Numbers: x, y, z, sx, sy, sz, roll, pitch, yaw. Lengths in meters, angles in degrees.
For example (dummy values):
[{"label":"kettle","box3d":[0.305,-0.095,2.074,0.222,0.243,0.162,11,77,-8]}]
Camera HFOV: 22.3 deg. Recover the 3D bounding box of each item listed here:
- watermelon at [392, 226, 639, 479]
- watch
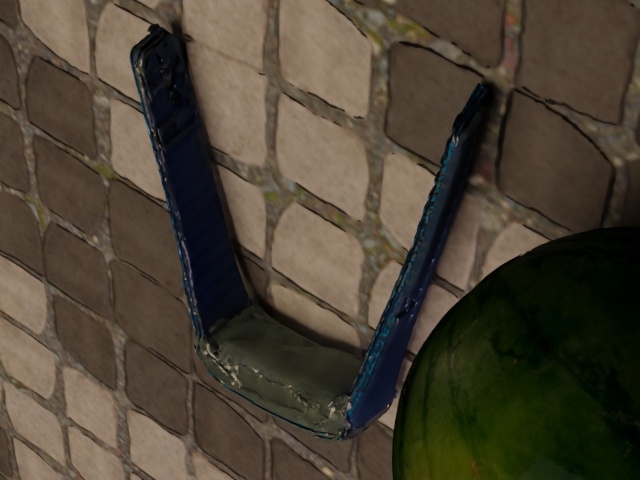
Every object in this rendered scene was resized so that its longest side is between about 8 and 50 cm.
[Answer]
[{"label":"watermelon","box3d":[0.155,0.114,0.812,0.242,0.242,0.242,29,138,29]},{"label":"watch","box3d":[0.009,0.008,1.036,0.276,0.068,0.275,17,127,39]}]
